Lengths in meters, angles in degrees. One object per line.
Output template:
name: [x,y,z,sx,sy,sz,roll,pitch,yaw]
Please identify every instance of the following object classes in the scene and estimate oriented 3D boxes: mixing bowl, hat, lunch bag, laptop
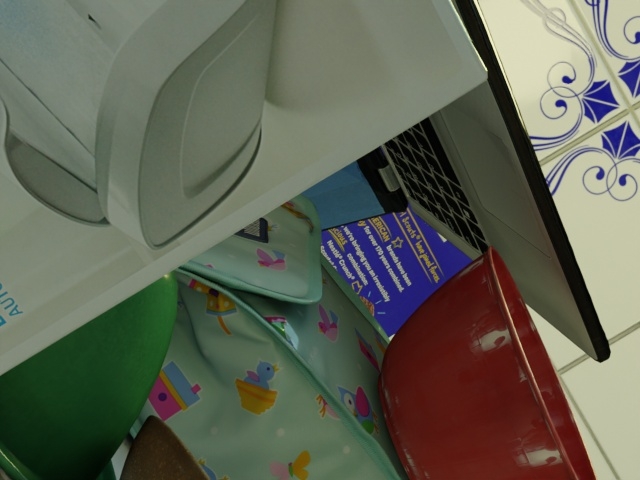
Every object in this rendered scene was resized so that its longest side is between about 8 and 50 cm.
mixing bowl: [0.097,0.104,0.737,0.181,0.098,0.181,-23,90,-78]
hat: [-0.076,0.010,0.550,0.173,0.183,0.208,58,0,19]
lunch bag: [-0.055,0.065,0.789,0.262,0.160,0.223,55,11,-18]
laptop: [-0.046,-0.061,0.864,0.408,0.236,0.382,44,-11,46]

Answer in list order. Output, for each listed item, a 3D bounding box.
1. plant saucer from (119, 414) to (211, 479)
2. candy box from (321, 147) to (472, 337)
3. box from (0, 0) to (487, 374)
plant saucer: [-0.042,0.171,0.515,0.198,0.036,0.198,53,-19,27]
candy box: [0.000,0.000,1.326,0.268,0.317,0.122,59,0,-33]
box: [-0.121,-0.109,0.346,0.262,0.231,0.127,59,0,-24]
